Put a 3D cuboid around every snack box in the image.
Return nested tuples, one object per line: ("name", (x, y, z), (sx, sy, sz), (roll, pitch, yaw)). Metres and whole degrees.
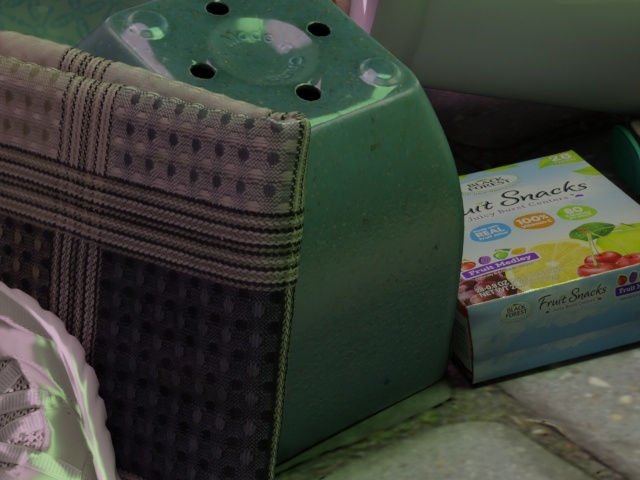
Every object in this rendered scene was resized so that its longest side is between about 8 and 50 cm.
("snack box", (0.151, 0.013, 1.333), (0.174, 0.070, 0.207), (-13, 25, -14))

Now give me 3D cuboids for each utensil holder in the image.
("utensil holder", (0.237, -0.265, 1.520), (0.385, 0.328, 0.328), (8, 26, -6))

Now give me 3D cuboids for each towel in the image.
("towel", (-0.142, 0.045, 1.079), (0.324, 0.312, 0.056), (16, 17, 36))

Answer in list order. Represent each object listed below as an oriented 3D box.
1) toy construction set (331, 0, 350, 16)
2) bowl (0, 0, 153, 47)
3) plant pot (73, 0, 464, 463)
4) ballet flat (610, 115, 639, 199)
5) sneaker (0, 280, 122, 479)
("toy construction set", (-0.052, -0.223, 1.749), (0.327, 0.151, 0.215), (8, 11, -3))
("bowl", (-0.220, -0.108, 1.474), (0.289, 0.290, 0.156), (-21, 7, -28))
("plant pot", (-0.055, -0.030, 1.174), (0.247, 0.252, 0.247), (-24, 54, -33))
("ballet flat", (0.281, -0.045, 1.424), (0.079, 0.077, 0.221), (-1, 22, 1))
("sneaker", (-0.178, 0.126, 1.002), (0.115, 0.105, 0.281), (-2, 45, -45))
